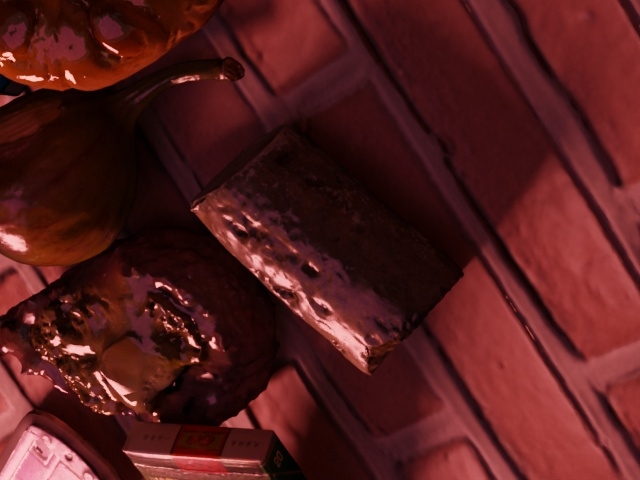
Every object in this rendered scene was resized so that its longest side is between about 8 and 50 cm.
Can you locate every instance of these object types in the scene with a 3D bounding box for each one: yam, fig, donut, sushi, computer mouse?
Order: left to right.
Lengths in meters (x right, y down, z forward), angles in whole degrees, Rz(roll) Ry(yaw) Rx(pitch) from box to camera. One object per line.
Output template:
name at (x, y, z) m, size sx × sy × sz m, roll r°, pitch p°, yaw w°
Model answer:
computer mouse at (-0.253, 0.247, 1.666) m, size 0.126 × 0.056 × 0.245 m, roll 38°, pitch 129°, yaw 7°
donut at (-0.163, -0.218, 1.289) m, size 0.227 × 0.114 × 0.226 m, roll 2°, pitch 103°, yaw 9°
fig at (-0.163, -0.081, 1.402) m, size 0.245 × 0.149 × 0.149 m, roll -37°, pitch 95°, yaw 17°
sushi at (-0.151, 0.058, 1.476) m, size 0.241 × 0.107 × 0.161 m, roll 24°, pitch 122°, yaw 18°
yam at (0.000, 0.000, 1.355) m, size 0.194 × 0.107 × 0.107 m, roll 41°, pitch 129°, yaw 5°

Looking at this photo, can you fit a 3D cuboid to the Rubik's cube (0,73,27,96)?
Rubik's cube at (-0.263, -0.168, 1.409) m, size 0.133 × 0.133 × 0.111 m, roll 7°, pitch 92°, yaw 27°

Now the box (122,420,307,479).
box at (-0.051, 0.227, 1.495) m, size 0.132 × 0.034 × 0.235 m, roll 0°, pitch 141°, yaw 31°
